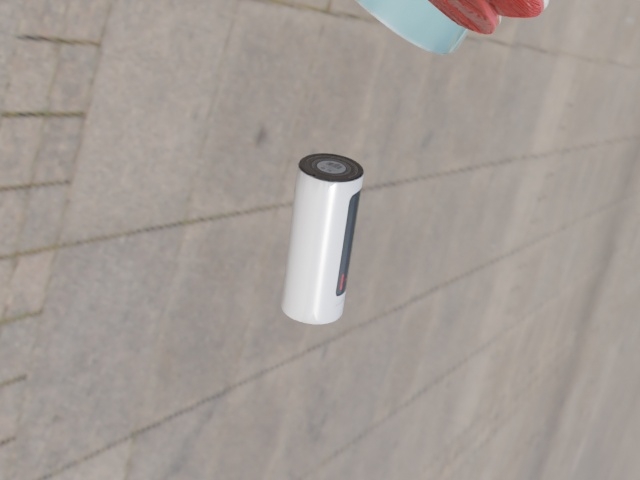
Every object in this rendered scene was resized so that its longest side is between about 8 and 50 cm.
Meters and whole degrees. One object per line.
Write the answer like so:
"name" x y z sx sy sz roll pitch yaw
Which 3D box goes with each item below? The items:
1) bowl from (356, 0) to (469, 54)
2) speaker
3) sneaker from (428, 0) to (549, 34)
"bowl" 0.067 -0.318 1.012 0.163 0.311 0.311 -38 173 22
"speaker" 0.000 0.000 1.056 0.055 0.055 0.136 -42 145 -56
"sneaker" 0.103 -0.183 0.673 0.128 0.087 0.221 -52 -161 3
